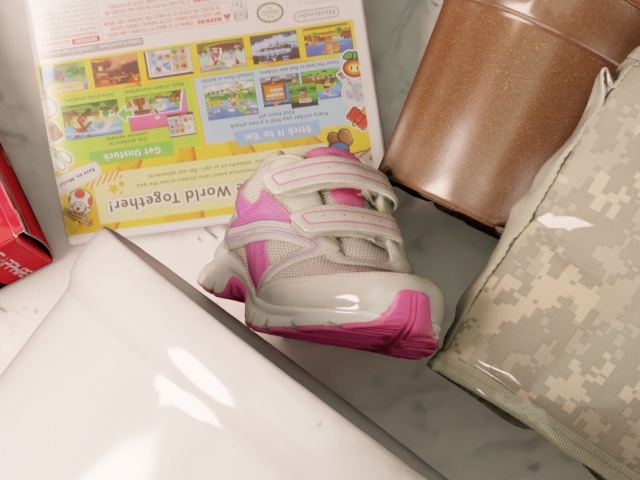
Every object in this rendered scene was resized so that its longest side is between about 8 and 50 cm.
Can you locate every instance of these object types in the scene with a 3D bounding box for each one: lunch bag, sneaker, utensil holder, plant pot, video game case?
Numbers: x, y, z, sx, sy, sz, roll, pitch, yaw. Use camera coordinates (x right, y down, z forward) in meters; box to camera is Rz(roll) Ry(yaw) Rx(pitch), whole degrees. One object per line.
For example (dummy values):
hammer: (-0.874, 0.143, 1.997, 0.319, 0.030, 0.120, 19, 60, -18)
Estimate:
lunch bag: (0.233, 0.050, 0.944, 0.287, 0.169, 0.235, 34, 89, -2)
sneaker: (0.000, 0.000, 0.967, 0.103, 0.252, 0.111, 12, 95, -27)
utensil holder: (-0.107, 0.241, 0.896, 0.327, 0.327, 0.385, 36, 86, 13)
plant pot: (0.126, -0.087, 1.024, 0.167, 0.167, 0.165, 27, 92, 12)
video game case: (-0.077, -0.113, 1.078, 0.227, 0.026, 0.206, -8, 101, 5)

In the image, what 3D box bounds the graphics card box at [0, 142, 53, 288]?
graphics card box: (-0.397, -0.007, 1.100, 0.371, 0.094, 0.233, -28, 77, 0)
